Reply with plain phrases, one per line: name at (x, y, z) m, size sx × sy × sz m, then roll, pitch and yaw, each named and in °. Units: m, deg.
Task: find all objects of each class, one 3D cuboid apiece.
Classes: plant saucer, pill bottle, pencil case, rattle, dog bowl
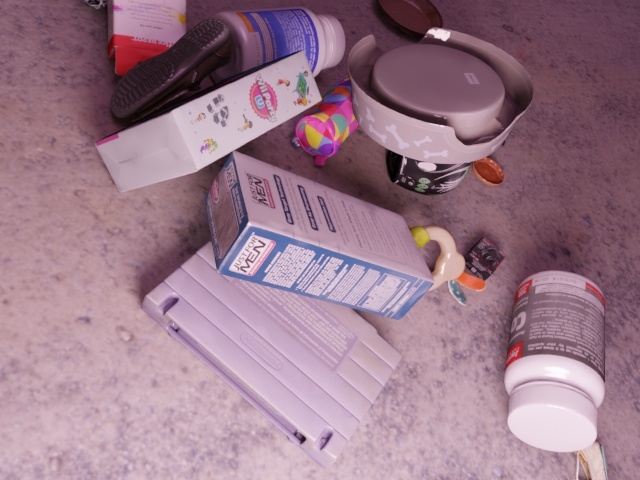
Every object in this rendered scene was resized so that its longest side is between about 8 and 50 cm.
plant saucer at (0.233, -0.606, 1.684) m, size 0.198 × 0.036 × 0.199 m, roll 14°, pitch 52°, yaw -19°
pill bottle at (0.407, 0.204, 1.098) m, size 0.161 × 0.161 × 0.283 m, roll 29°, pitch 48°, yaw -6°
pill bottle at (-0.084, -0.392, 1.282) m, size 0.272 × 0.152 × 0.152 m, roll -19°, pitch 67°, yaw -36°
pencil case at (0.037, -0.255, 1.286) m, size 0.104 × 0.104 × 0.236 m, roll 37°, pitch 50°, yaw 1°
rattle at (0.200, 0.038, 1.199) m, size 0.199 × 0.142 × 0.130 m, roll 21°, pitch 80°, yaw -33°
dog bowl at (0.218, -0.278, 1.202) m, size 0.348 × 0.102 × 0.349 m, roll 4°, pitch 46°, yaw -4°
plant saucer at (0.383, -0.158, 1.449) m, size 0.083 × 0.013 × 0.084 m, roll 15°, pitch 51°, yaw -19°

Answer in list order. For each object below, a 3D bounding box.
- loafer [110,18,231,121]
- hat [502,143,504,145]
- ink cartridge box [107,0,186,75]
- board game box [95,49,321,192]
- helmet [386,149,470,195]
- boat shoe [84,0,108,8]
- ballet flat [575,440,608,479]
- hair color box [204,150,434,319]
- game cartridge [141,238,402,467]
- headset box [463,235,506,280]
loafer at (-0.253, -0.285, 1.118) m, size 0.251 × 0.087 × 0.094 m, roll -36°, pitch 57°, yaw -5°
hat at (0.333, -0.358, 1.437) m, size 0.331 × 0.134 × 0.331 m, roll 25°, pitch 33°, yaw -17°
ink cartridge box at (-0.324, -0.407, 1.178) m, size 0.134 × 0.078 × 0.231 m, roll 1°, pitch 89°, yaw -27°
board game box at (-0.177, -0.197, 1.034) m, size 0.303 × 0.224 × 0.098 m, roll -39°, pitch 114°, yaw -42°
helmet at (0.227, -0.174, 1.282) m, size 0.161 × 0.169 × 0.170 m, roll 3°, pitch 55°, yaw -9°
boat shoe at (-0.438, -0.487, 1.223) m, size 0.227 × 0.079 × 0.081 m, roll 19°, pitch 57°, yaw -7°
ballet flat at (0.455, 0.416, 1.051) m, size 0.052 × 0.057 × 0.168 m, roll -1°, pitch 49°, yaw 5°
hair color box at (0.000, 0.000, 1.003) m, size 0.347 × 0.105 × 0.174 m, roll 19°, pitch 34°, yaw -31°
game cartridge at (-0.064, 0.141, 0.967) m, size 0.355 × 0.068 × 0.230 m, roll 40°, pitch 44°, yaw 4°
headset box at (0.329, 0.034, 1.267) m, size 0.062 × 0.032 × 0.083 m, roll 44°, pitch 50°, yaw 8°
